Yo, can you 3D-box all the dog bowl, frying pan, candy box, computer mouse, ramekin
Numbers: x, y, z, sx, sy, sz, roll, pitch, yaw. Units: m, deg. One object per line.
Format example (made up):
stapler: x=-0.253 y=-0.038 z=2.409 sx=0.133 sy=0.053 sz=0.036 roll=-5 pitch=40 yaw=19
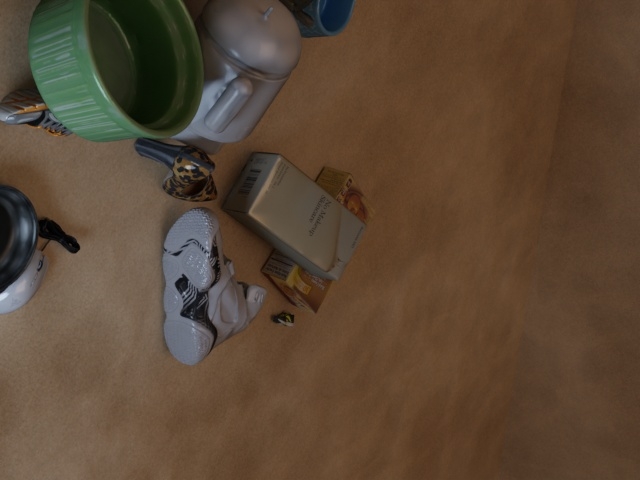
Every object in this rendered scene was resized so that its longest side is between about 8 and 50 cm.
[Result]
dog bowl: x=0.026 y=-0.590 z=2.209 sx=0.166 sy=0.074 sz=0.297 roll=7 pitch=101 yaw=-56
frying pan: x=-0.585 y=-0.043 z=1.638 sx=0.197 sy=0.053 sz=0.326 roll=-53 pitch=141 yaw=-24
candy box: x=0.000 y=0.000 z=2.462 sx=0.316 sy=0.087 sz=0.183 roll=-60 pitch=144 yaw=-16
computer mouse: x=-0.516 y=0.055 z=1.794 sx=0.193 sy=0.042 sz=0.106 roll=-58 pitch=146 yaw=-18
ramekin: x=-0.345 y=-0.309 z=1.675 sx=0.303 sy=0.148 sz=0.304 roll=25 pitch=61 yaw=-56

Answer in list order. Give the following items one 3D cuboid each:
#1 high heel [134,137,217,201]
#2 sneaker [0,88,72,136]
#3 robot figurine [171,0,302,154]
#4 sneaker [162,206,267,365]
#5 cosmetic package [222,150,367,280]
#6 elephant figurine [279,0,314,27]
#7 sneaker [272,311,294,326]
high heel: x=-0.232 y=-0.117 z=1.980 sx=0.261 sy=0.186 sz=0.093 roll=40 pitch=74 yaw=-55
sneaker: x=-0.456 y=-0.216 z=1.707 sx=0.215 sy=0.084 sz=0.083 roll=-19 pitch=127 yaw=-51
robot figurine: x=-0.166 y=-0.326 z=1.871 sx=0.199 sy=0.300 sz=0.353 roll=21 pitch=128 yaw=-24
sneaker: x=-0.225 y=0.077 z=2.145 sx=0.210 sy=0.137 sz=0.366 roll=-25 pitch=131 yaw=-48
cosmetic package: x=-0.055 y=-0.053 z=2.255 sx=0.309 sy=0.113 sz=0.160 roll=36 pitch=75 yaw=-35
elephant figurine: x=-0.041 y=-0.601 z=2.030 sx=0.186 sy=0.169 sz=0.239 roll=104 pitch=11 yaw=-63
sneaker: x=-0.092 y=0.193 z=2.489 sx=0.083 sy=0.031 sz=0.035 roll=28 pitch=70 yaw=-61
